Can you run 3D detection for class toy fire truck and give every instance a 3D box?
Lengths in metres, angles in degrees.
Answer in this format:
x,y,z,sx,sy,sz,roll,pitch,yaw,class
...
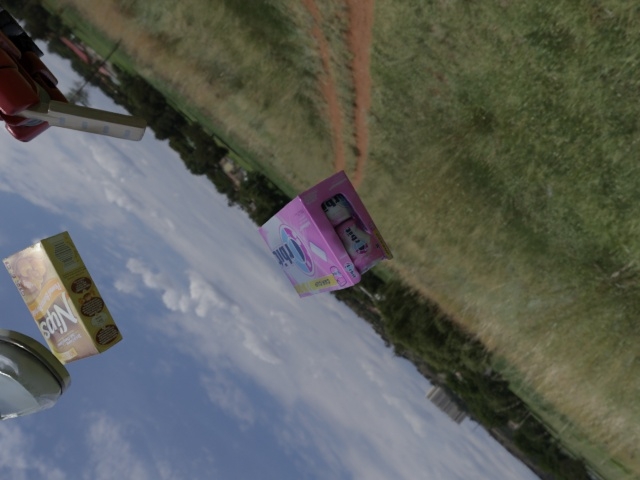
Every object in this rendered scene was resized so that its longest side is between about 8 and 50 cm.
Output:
x,y,z,sx,sy,sz,roll,pitch,yaw,class
-0.351,-0.182,0.637,0.246,0.158,0.217,51,170,-7,toy fire truck

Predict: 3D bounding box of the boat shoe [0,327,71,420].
x,y,z,sx,sy,sz,roll,pitch,yaw,class
-0.405,0.176,0.584,0.113,0.302,0.103,63,-145,-22,boat shoe

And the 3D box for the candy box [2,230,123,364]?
x,y,z,sx,sy,sz,roll,pitch,yaw,class
-0.666,0.154,1.331,0.087,0.182,0.317,-36,-75,-59,candy box

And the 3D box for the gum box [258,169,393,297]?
x,y,z,sx,sy,sz,roll,pitch,yaw,class
0.000,0.000,0.599,0.107,0.062,0.188,58,158,-2,gum box
